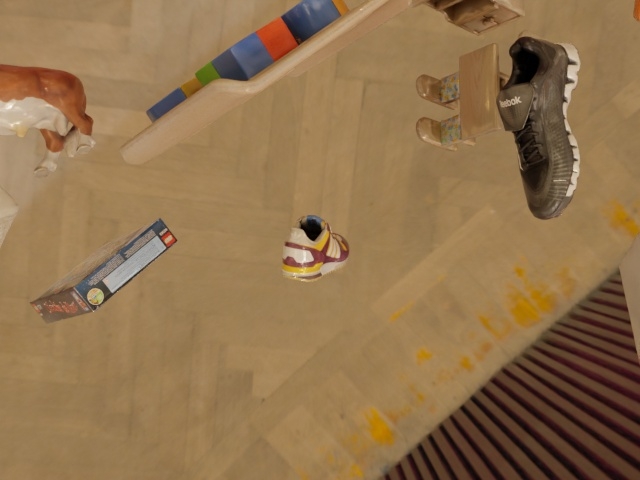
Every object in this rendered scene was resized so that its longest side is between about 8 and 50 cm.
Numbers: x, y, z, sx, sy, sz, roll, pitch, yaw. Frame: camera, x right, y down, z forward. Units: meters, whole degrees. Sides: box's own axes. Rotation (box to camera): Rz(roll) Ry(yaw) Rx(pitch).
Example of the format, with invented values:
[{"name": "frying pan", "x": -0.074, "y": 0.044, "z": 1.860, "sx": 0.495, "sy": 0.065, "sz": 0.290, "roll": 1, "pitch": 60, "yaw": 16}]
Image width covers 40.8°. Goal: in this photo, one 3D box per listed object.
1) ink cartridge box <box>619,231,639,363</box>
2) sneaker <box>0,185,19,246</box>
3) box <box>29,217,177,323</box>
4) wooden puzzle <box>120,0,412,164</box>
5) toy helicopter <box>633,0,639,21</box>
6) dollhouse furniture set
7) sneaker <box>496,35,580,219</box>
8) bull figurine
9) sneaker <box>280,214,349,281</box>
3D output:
[{"name": "ink cartridge box", "x": 0.286, "y": 0.047, "z": 0.545, "sx": 0.128, "sy": 0.176, "sz": 0.127, "roll": 15, "pitch": 131, "yaw": -4}, {"name": "sneaker", "x": -0.369, "y": 0.013, "z": 0.565, "sx": 0.148, "sy": 0.350, "sz": 0.131, "roll": 41, "pitch": 118, "yaw": 2}, {"name": "box", "x": -0.322, "y": 0.048, "z": 1.260, "sx": 0.159, "sy": 0.233, "sz": 0.044, "roll": -44, "pitch": 105, "yaw": -30}, {"name": "wooden puzzle", "x": -0.087, "y": -0.239, "z": 1.164, "sx": 0.347, "sy": 0.322, "sz": 0.081, "roll": -37, "pitch": 101, "yaw": -35}, {"name": "toy helicopter", "x": 0.111, "y": -0.170, "z": 0.348, "sx": 0.355, "sy": 0.235, "sz": 0.140, "roll": 10, "pitch": 115, "yaw": -40}, {"name": "dollhouse furniture set", "x": 0.231, "y": -0.284, "z": 1.332, "sx": 0.160, "sy": 0.212, "sz": 0.242, "roll": 11, "pitch": 74, "yaw": -39}, {"name": "sneaker", "x": 0.256, "y": -0.143, "z": 1.040, "sx": 0.106, "sy": 0.078, "sz": 0.235, "roll": 14, "pitch": 74, "yaw": -33}, {"name": "bull figurine", "x": -0.472, "y": -0.186, "z": 1.217, "sx": 0.310, "sy": 0.101, "sz": 0.189, "roll": -7, "pitch": 63, "yaw": -33}, {"name": "sneaker", "x": 0.000, "y": 0.000, "z": 1.261, "sx": 0.069, "sy": 0.185, "sz": 0.084, "roll": 12, "pitch": 107, "yaw": 16}]
